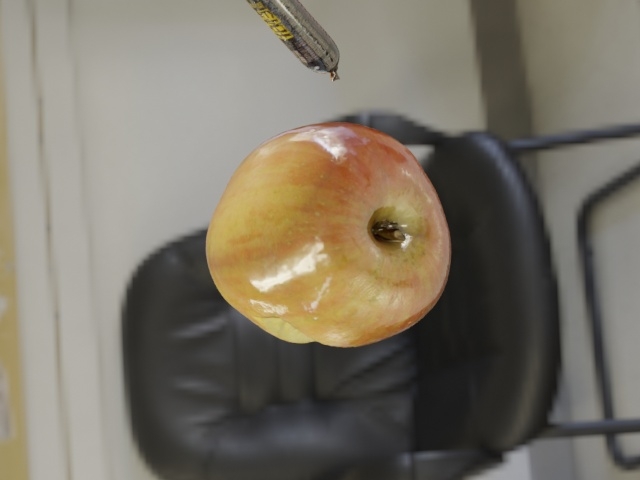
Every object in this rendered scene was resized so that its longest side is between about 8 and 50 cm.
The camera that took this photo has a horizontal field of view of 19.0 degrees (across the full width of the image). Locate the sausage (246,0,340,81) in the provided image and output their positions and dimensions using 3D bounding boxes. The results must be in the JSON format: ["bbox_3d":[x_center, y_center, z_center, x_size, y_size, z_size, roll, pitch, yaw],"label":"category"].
[{"bbox_3d":[-0.041,-0.154,1.118,0.028,0.198,0.025,-2,56,36],"label":"sausage"}]

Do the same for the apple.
[{"bbox_3d":[0.000,0.000,1.502,0.199,0.199,0.199,179,90,-71],"label":"apple"}]
